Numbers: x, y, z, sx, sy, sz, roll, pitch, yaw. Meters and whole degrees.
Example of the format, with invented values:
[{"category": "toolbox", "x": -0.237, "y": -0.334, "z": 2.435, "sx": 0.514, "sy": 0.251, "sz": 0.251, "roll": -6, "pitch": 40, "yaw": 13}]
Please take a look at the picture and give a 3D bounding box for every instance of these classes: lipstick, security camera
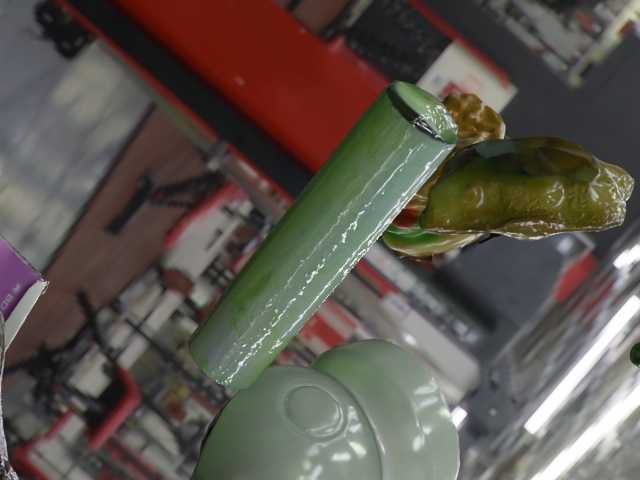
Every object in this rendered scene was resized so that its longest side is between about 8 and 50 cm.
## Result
[{"category": "lipstick", "x": 0.000, "y": 0.000, "z": 1.176, "sx": 0.304, "sy": 0.076, "sz": 0.076, "roll": -52, "pitch": 177, "yaw": 26}, {"category": "security camera", "x": -0.011, "y": 0.210, "z": 1.346, "sx": 0.236, "sy": 0.194, "sz": 0.194, "roll": -19, "pitch": 160, "yaw": -35}]

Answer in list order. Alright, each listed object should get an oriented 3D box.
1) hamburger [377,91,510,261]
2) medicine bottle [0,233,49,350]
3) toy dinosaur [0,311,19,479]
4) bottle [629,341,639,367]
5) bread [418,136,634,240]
[{"category": "hamburger", "x": 0.142, "y": -0.100, "z": 1.841, "sx": 0.237, "sy": 0.149, "sz": 0.237, "roll": -20, "pitch": -144, "yaw": 15}, {"category": "medicine bottle", "x": -0.402, "y": 0.081, "z": 1.568, "sx": 0.201, "sy": 0.052, "sz": 0.171, "roll": -61, "pitch": 150, "yaw": -20}, {"category": "toy dinosaur", "x": -0.315, "y": 0.227, "z": 1.418, "sx": 0.251, "sy": 0.072, "sz": 0.200, "roll": -99, "pitch": -154, "yaw": -42}, {"category": "bottle", "x": 0.401, "y": 0.145, "z": 1.693, "sx": 0.030, "sy": 0.083, "sz": 0.030, "roll": -25, "pitch": -126, "yaw": 41}, {"category": "bread", "x": 0.236, "y": -0.063, "z": 1.630, "sx": 0.161, "sy": 0.233, "sz": 0.088, "roll": -65, "pitch": 154, "yaw": -54}]
